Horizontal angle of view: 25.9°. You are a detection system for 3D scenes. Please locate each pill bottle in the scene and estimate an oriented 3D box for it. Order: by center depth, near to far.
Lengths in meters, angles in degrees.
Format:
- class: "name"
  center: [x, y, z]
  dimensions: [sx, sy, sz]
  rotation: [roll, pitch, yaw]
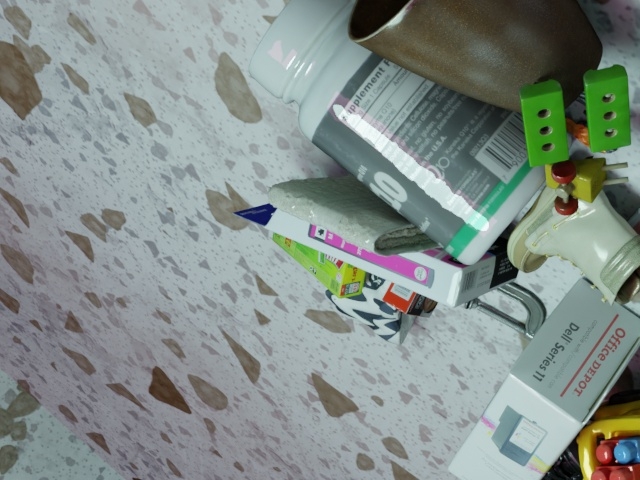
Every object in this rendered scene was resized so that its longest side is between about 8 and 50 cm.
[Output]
- class: "pill bottle"
  center: [0.104, -0.155, 1.678]
  dimensions: [0.361, 0.204, 0.204]
  rotation: [40, 150, 5]

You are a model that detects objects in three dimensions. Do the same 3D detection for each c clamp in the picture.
- class: "c clamp"
  center: [0.263, 0.103, 2.007]
  dimensions: [0.161, 0.022, 0.137]
  rotation: [32, 149, 16]

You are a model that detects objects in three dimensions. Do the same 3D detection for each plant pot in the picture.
- class: "plant pot"
  center: [0.185, -0.239, 1.507]
  dimensions: [0.230, 0.215, 0.215]
  rotation: [34, 153, -19]

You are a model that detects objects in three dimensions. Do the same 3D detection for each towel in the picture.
- class: "towel"
  center: [0.081, -0.038, 1.813]
  dimensions: [0.187, 0.282, 0.049]
  rotation: [24, 110, 34]

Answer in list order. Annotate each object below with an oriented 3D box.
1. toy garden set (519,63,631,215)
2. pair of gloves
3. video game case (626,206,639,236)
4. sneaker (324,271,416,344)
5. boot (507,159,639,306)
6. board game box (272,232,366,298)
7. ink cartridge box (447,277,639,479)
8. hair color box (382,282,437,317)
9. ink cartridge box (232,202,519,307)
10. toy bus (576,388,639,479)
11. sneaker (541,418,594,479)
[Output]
- class: "toy garden set"
  center: [0.341, -0.126, 1.496]
  dimensions: [0.244, 0.049, 0.203]
  rotation: [-12, 141, 6]
- class: "pair of gloves"
  center: [0.321, -0.139, 1.639]
  dimensions: [0.074, 0.010, 0.083]
  rotation: [32, 148, 17]
- class: "video game case"
  center: [0.493, 0.053, 1.674]
  dimensions: [0.285, 0.025, 0.204]
  rotation: [38, 150, 5]
- class: "sneaker"
  center: [0.066, 0.056, 2.100]
  dimensions: [0.153, 0.094, 0.235]
  rotation: [21, 155, 17]
- class: "boot"
  center: [0.325, 0.019, 1.736]
  dimensions: [0.165, 0.077, 0.213]
  rotation: [52, 150, 19]
- class: "board game box"
  center: [0.000, 0.000, 2.072]
  dimensions: [0.181, 0.043, 0.092]
  rotation: [40, 130, 42]
- class: "ink cartridge box"
  center: [0.314, 0.195, 1.870]
  dimensions: [0.119, 0.207, 0.353]
  rotation: [36, 144, 10]
- class: "hair color box"
  center: [0.139, 0.068, 1.990]
  dimensions: [0.043, 0.072, 0.141]
  rotation: [30, -175, 18]
- class: "ink cartridge box"
  center: [0.076, -0.014, 1.918]
  dimensions: [0.371, 0.176, 0.069]
  rotation: [20, 112, 30]
- class: "toy bus"
  center: [0.414, 0.282, 1.833]
  dimensions: [0.220, 0.211, 0.149]
  rotation: [-12, 88, 52]
- class: "sneaker"
  center: [0.354, 0.359, 2.129]
  dimensions: [0.107, 0.124, 0.283]
  rotation: [46, 150, -7]
